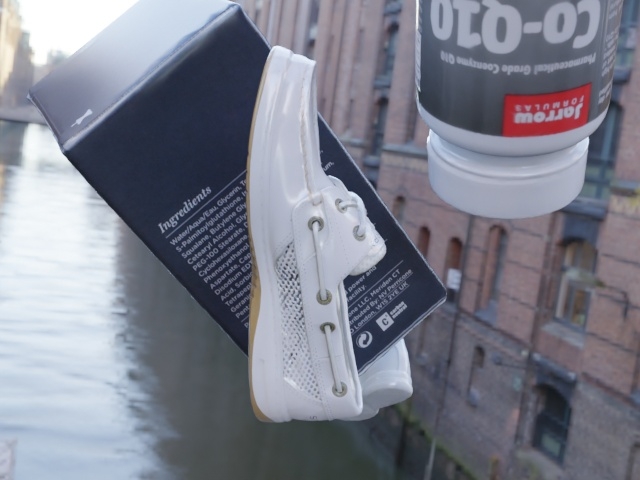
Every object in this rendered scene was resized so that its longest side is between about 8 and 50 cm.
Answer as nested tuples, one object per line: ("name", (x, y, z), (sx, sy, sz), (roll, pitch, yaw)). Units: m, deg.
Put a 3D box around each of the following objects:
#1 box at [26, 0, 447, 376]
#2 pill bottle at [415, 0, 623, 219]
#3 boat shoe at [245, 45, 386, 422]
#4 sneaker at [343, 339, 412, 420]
("box", (-0.095, -0.054, 1.052), (0.395, 0.212, 0.293), (51, -5, -29))
("pill bottle", (0.156, -0.169, 0.769), (0.161, 0.283, 0.161), (-3, 35, 2))
("boat shoe", (0.000, 0.000, 0.696), (0.096, 0.277, 0.098), (2, 18, 8))
("sneaker", (0.053, 0.182, 1.288), (0.080, 0.094, 0.212), (18, -30, -29))
